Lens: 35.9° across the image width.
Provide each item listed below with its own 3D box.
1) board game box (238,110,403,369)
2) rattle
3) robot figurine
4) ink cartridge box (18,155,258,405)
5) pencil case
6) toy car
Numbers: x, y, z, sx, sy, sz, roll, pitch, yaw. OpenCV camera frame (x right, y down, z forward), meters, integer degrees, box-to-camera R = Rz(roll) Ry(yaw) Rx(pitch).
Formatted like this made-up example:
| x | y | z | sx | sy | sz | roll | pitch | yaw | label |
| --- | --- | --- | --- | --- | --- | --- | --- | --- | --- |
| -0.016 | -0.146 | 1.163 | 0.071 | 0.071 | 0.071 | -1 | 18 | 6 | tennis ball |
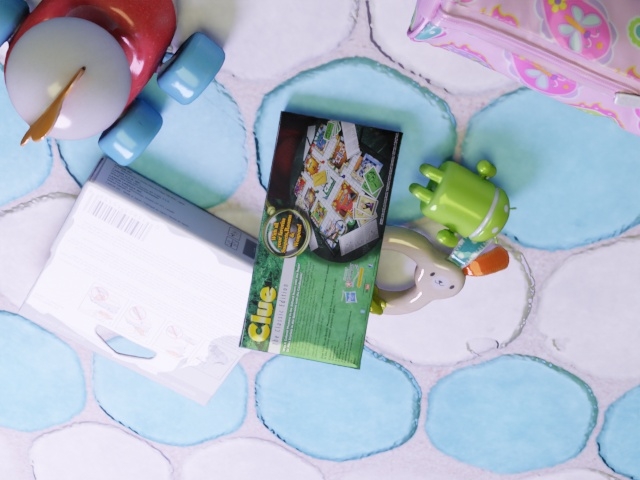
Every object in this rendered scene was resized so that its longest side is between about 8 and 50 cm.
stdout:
| x | y | z | sx | sy | sz | roll | pitch | yaw | label |
| --- | --- | --- | --- | --- | --- | --- | --- | --- | --- |
| 0.000 | 0.000 | 1.065 | 0.136 | 0.030 | 0.260 | 11 | 92 | -1 | board game box |
| 0.107 | 0.055 | 1.109 | 0.199 | 0.143 | 0.130 | 2 | 112 | 14 | rattle |
| 0.155 | -0.042 | 1.071 | 0.115 | 0.067 | 0.101 | 28 | 95 | -10 | robot figurine |
| -0.198 | 0.059 | 1.205 | 0.275 | 0.060 | 0.239 | 29 | 125 | -13 | ink cartridge box |
| 0.227 | -0.191 | 0.923 | 0.284 | 0.124 | 0.124 | 23 | 126 | -7 | pencil case |
| -0.245 | -0.154 | 0.948 | 0.219 | 0.238 | 0.210 | 40 | 122 | -19 | toy car |
